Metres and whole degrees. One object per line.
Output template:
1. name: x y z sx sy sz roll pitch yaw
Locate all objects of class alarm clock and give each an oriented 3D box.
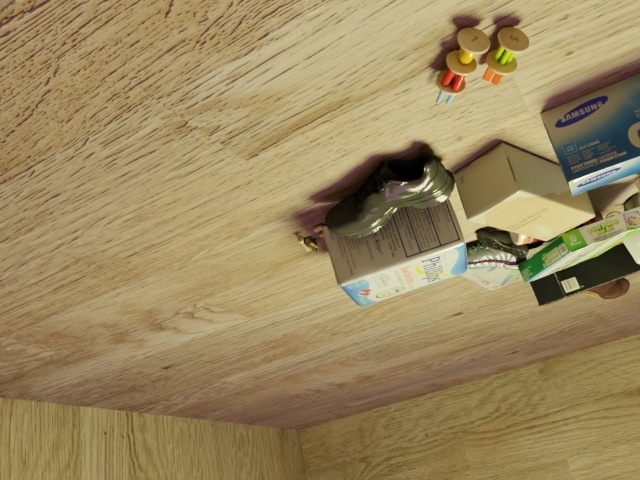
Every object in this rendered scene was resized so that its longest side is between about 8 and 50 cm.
1. alarm clock: 0.860 -0.081 1.735 0.192 0.064 0.129 -11 149 11

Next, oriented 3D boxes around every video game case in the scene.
1. video game case: 0.599 0.055 1.950 0.329 0.036 0.300 -26 152 28

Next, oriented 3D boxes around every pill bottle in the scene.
1. pill bottle: 0.568 -0.043 1.671 0.152 0.086 0.086 -11 155 -2

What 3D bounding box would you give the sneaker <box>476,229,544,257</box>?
1. sneaker: 0.510 -0.012 1.738 0.170 0.089 0.051 23 155 16

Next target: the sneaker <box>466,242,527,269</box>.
1. sneaker: 0.458 0.022 1.806 0.224 0.098 0.083 2 -160 8

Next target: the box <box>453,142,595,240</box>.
1. box: 0.459 -0.101 1.459 0.311 0.121 0.148 10 149 -38

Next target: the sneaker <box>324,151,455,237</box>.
1. sneaker: 0.129 -0.105 1.361 0.286 0.109 0.130 -26 142 15

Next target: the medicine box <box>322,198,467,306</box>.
1. medicine box: 0.182 0.023 1.528 0.289 0.149 0.263 -19 160 8

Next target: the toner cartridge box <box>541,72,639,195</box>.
1. toner cartridge box: 0.612 -0.225 1.212 0.348 0.165 0.075 -21 152 19

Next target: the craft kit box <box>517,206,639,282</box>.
1. craft kit box: 0.671 0.014 1.676 0.247 0.060 0.250 -15 162 -15

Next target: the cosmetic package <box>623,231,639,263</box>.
1. cosmetic package: 1.088 -0.015 1.892 0.377 0.097 0.284 14 137 -43

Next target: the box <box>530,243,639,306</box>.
1. box: 0.801 0.105 1.985 0.261 0.103 0.184 -17 165 -9

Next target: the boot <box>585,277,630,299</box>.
1. boot: 0.992 0.129 2.207 0.249 0.090 0.207 0 155 -15

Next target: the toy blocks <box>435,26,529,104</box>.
1. toy blocks: 0.258 -0.280 1.075 0.123 0.054 0.148 -5 154 -13

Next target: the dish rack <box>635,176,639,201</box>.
1. dish rack: 0.948 -0.061 1.553 0.333 0.285 0.072 -7 137 -7

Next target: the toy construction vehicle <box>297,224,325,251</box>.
1. toy construction vehicle: 0.000 0.000 1.578 0.086 0.035 0.098 -21 154 19

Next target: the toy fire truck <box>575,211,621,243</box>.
1. toy fire truck: 0.793 -0.030 1.838 0.135 0.047 0.192 -16 154 8
